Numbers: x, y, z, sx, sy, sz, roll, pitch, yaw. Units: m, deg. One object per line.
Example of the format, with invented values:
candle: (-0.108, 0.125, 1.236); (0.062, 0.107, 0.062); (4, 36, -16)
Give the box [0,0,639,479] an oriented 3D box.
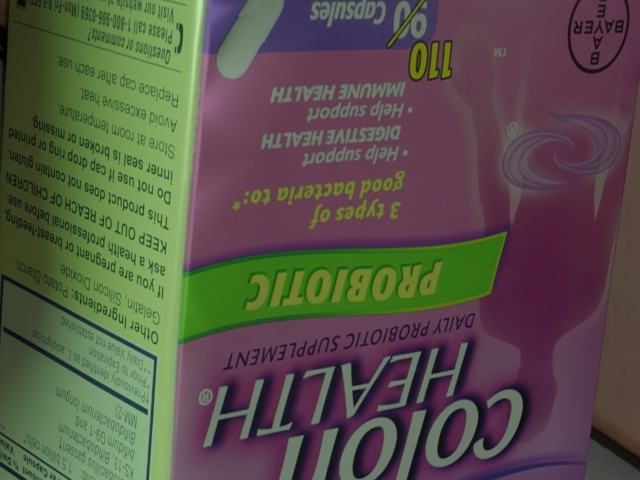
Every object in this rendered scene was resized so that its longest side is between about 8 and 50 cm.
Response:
box: (0.000, 0.000, 0.623); (0.213, 0.117, 0.243); (-6, 109, -40)
